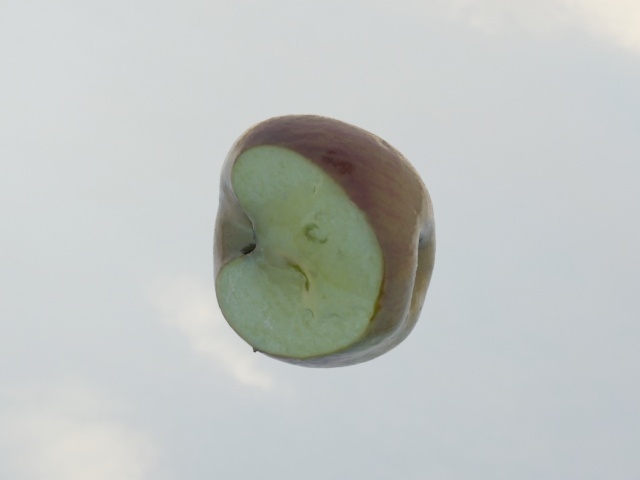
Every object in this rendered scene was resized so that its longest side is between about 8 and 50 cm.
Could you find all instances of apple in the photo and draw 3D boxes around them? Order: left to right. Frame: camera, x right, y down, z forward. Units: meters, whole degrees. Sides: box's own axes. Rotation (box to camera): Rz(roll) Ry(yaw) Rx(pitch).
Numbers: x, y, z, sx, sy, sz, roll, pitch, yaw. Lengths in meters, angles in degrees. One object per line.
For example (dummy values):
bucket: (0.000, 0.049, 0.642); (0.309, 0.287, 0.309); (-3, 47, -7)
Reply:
apple: (0.000, 0.000, 1.141); (0.173, 0.195, 0.160); (11, -164, 10)
